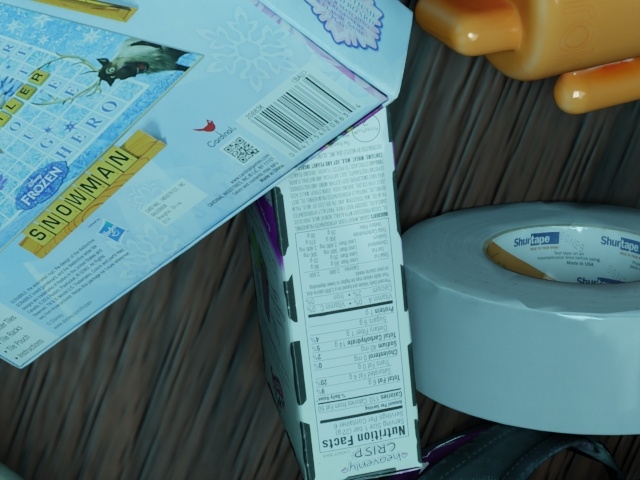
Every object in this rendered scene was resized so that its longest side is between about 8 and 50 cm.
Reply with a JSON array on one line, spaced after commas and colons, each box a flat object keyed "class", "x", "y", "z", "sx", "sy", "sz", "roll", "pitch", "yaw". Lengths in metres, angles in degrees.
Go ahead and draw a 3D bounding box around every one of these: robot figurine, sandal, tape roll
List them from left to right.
[{"class": "sandal", "x": 0.064, "y": 0.182, "z": 1.042, "sx": 0.446, "sy": 0.167, "sz": 0.107, "roll": -13, "pitch": 85, "yaw": -15}, {"class": "tape roll", "x": 0.152, "y": 0.040, "z": 0.984, "sx": 0.219, "sy": 0.219, "sz": 0.072, "roll": -5, "pitch": 108, "yaw": -20}, {"class": "robot figurine", "x": 0.164, "y": -0.165, "z": 0.970, "sx": 0.219, "sy": 0.128, "sz": 0.158, "roll": -15, "pitch": 78, "yaw": -16}]

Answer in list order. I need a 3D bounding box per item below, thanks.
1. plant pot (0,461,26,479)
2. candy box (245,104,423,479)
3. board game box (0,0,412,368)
[{"class": "plant pot", "x": -0.264, "y": 0.210, "z": 0.895, "sx": 0.284, "sy": 0.191, "sz": 0.284, "roll": -7, "pitch": 109, "yaw": -19}, {"class": "candy box", "x": 0.000, "y": 0.000, "z": 0.940, "sx": 0.071, "sy": 0.159, "sz": 0.233, "roll": -9, "pitch": 112, "yaw": -8}, {"class": "board game box", "x": -0.179, "y": -0.099, "z": 0.776, "sx": 0.318, "sy": 0.066, "sz": 0.319, "roll": 35, "pitch": 134, "yaw": -24}]
